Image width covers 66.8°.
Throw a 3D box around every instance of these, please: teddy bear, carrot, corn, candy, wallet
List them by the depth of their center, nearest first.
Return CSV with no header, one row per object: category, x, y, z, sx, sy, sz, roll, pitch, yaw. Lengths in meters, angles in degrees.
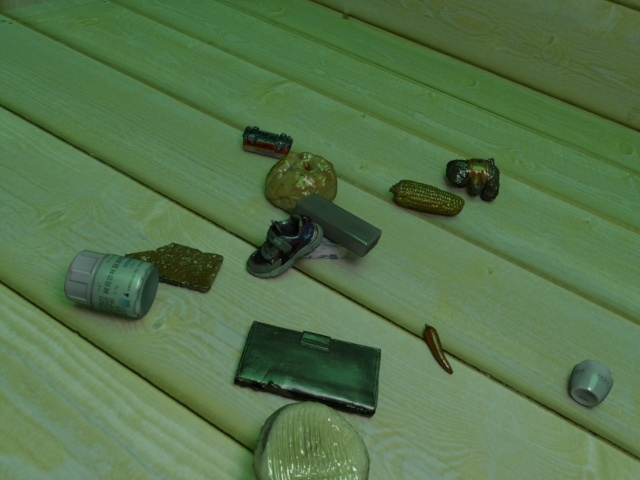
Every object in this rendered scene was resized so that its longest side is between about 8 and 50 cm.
wallet,-0.021,0.288,1.104,0.317,0.044,0.169,13,46,0
carrot,0.294,0.271,1.223,0.035,0.035,0.142,-5,53,-20
candy,0.000,0.000,1.399,0.160,0.073,0.092,-1,47,-17
corn,0.357,-0.143,1.643,0.261,0.097,0.097,14,42,-6
teddy bear,0.556,-0.243,1.784,0.190,0.140,0.177,3,45,-1

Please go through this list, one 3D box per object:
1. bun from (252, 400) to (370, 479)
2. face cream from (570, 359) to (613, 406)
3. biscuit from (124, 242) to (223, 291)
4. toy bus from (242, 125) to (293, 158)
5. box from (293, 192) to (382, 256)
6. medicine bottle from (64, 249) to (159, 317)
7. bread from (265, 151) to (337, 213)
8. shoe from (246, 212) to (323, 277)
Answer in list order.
bun,-0.022,0.411,0.904,0.220,0.134,0.220,12,40,-10
face cream,0.665,0.351,1.198,0.091,0.091,0.095,33,52,19
biscuit,-0.383,0.059,1.260,0.236,0.026,0.131,14,40,0
toy bus,-0.187,-0.342,1.711,0.174,0.077,0.079,13,42,-2
box,0.047,-0.047,1.368,0.243,0.055,0.103,32,42,19
medicine bottle,-0.475,0.098,1.113,0.168,0.135,0.135,13,42,-1
bread,-0.057,-0.192,1.546,0.244,0.134,0.244,8,39,-7
shoe,-0.105,0.006,1.276,0.227,0.125,0.099,-33,54,-1
